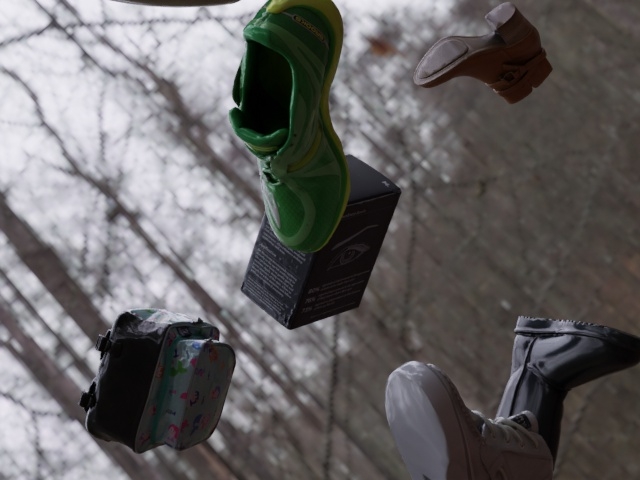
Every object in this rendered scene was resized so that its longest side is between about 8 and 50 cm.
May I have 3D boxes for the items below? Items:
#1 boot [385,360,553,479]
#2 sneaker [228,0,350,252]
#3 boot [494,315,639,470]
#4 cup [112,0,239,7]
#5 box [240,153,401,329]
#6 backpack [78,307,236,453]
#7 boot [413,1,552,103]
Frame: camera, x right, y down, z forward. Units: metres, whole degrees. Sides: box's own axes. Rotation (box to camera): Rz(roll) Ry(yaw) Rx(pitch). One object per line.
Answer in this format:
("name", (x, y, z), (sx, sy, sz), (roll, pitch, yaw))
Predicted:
("boot", (0.147, 0.188, 1.340), (0.123, 0.095, 0.258), (-34, -49, -21))
("sneaker", (-0.043, -0.110, 1.416), (0.123, 0.109, 0.295), (-38, -42, -39))
("boot", (0.319, 0.211, 1.868), (0.094, 0.246, 0.207), (17, -98, -28))
("cup", (-0.169, -0.407, 1.679), (0.237, 0.331, 0.331), (26, -69, -33))
("box", (0.000, 0.000, 1.965), (0.153, 0.108, 0.207), (-14, -48, -47))
("backpack", (-0.247, 0.223, 2.290), (0.253, 0.191, 0.225), (4, -79, -78))
("boot", (0.255, -0.259, 2.188), (0.197, 0.073, 0.152), (-31, -46, 13))
